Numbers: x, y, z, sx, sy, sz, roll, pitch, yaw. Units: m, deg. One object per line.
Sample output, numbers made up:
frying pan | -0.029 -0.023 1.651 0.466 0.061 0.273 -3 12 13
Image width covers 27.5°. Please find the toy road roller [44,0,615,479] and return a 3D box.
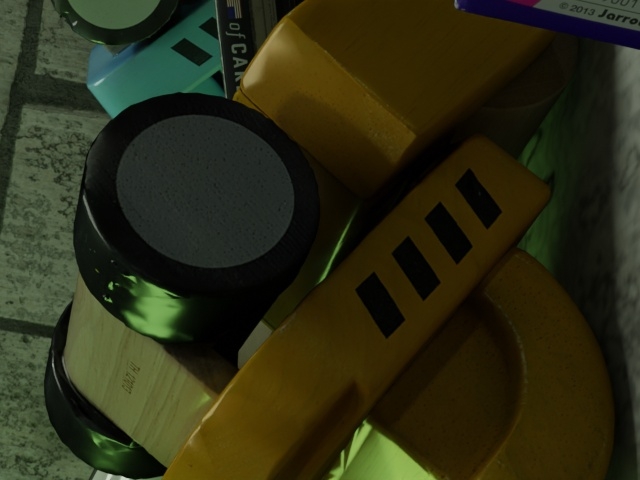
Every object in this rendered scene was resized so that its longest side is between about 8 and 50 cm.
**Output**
toy road roller | 0.041 0.024 0.620 0.329 0.240 0.202 -44 -11 -34

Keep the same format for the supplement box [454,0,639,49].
supplement box | 0.131 -0.181 0.445 0.220 0.111 0.114 117 160 -52

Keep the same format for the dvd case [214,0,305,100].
dvd case | -0.002 -0.156 0.835 0.238 0.029 0.179 -32 -61 -62

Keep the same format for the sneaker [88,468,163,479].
sneaker | -0.105 0.390 1.073 0.257 0.169 0.448 -144 56 -67

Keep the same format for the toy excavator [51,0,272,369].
toy excavator | -0.077 -0.105 1.151 0.433 0.445 0.222 -37 19 4
